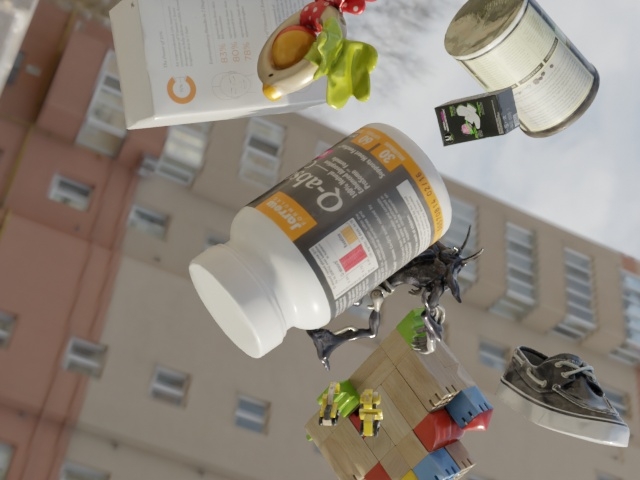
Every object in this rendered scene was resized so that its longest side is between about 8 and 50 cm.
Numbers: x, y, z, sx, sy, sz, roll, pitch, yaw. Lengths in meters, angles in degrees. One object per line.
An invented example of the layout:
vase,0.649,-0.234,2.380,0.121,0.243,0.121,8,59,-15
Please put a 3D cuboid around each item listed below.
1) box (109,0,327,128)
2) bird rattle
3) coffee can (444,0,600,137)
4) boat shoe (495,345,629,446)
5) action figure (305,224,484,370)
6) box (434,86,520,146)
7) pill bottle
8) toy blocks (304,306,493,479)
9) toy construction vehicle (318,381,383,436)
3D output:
box,-0.167,-0.323,1.919,0.168,0.345,0.215,-4,-85,64
bird rattle,-0.017,-0.321,1.727,0.207,0.143,0.253,-26,-129,22
coffee can,0.417,-0.372,2.277,0.201,0.275,0.201,-33,-145,27
boat shoe,0.343,0.210,1.550,0.301,0.108,0.102,-157,-97,-76
action figure,0.110,0.077,1.597,0.275,0.141,0.164,-24,-125,2
box,0.192,-0.151,1.352,0.083,0.052,0.062,-8,-169,30
pill bottle,0.000,0.000,1.251,0.278,0.162,0.162,-36,-173,-20
toy blocks,0.149,0.331,1.895,0.261,0.190,0.381,53,-57,23
toy construction vehicle,0.043,0.223,1.487,0.098,0.086,0.035,-64,152,-63
